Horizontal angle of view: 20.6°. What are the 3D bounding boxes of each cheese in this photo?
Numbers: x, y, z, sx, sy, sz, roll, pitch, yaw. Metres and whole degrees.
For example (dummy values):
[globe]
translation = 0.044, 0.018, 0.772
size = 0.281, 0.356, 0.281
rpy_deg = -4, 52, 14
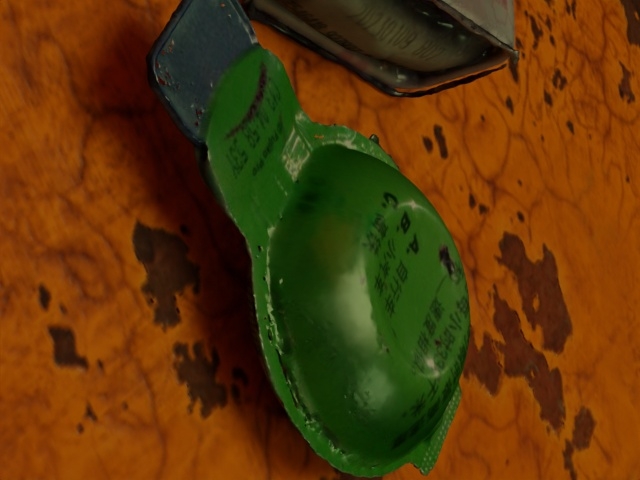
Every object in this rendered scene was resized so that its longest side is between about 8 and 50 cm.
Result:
[cheese]
translation = 0.000, 0.000, 0.976
size = 0.320, 0.083, 0.204
rpy_deg = 56, 40, -29

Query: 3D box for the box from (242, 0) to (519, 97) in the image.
[box]
translation = 0.039, -0.286, 1.124
size = 0.190, 0.112, 0.369
rpy_deg = 22, 59, -49
